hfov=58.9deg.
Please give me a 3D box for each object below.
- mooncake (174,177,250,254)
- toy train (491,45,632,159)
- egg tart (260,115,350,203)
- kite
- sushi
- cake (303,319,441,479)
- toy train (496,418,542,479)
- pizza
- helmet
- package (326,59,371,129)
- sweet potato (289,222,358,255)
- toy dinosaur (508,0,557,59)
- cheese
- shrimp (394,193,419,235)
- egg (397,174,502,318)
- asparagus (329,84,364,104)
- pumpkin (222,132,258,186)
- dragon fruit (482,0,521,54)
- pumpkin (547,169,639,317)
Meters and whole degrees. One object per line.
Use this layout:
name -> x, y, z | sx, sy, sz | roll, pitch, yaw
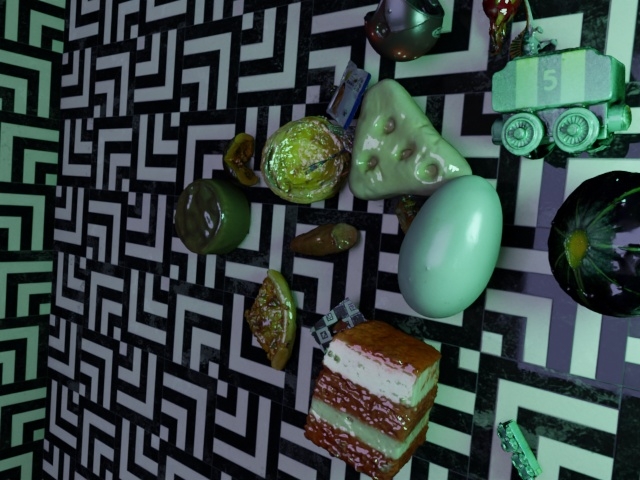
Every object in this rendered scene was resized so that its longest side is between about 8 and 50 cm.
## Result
mooncake -> -0.395, -0.086, 2.028 | 0.284, 0.155, 0.285 | -2, 87, 39
toy train -> 0.524, -0.300, 1.260 | 0.298, 0.166, 0.239 | 2, 96, 38
egg tart -> -0.040, -0.248, 1.748 | 0.290, 0.107, 0.291 | 0, 88, 8
kite -> 0.059, -0.258, 1.676 | 0.244, 0.006, 0.198 | -34, 85, 2
sushi -> 0.109, 0.324, 1.680 | 0.192, 0.043, 0.280 | -44, 76, 23
cake -> 0.153, 0.399, 1.487 | 0.269, 0.270, 0.320 | 21, 105, 26
toy train -> 0.476, 0.506, 1.368 | 0.038, 0.070, 0.148 | -39, 67, 35
pizza -> -0.176, 0.263, 1.894 | 0.226, 0.086, 0.336 | -4, 89, 38
helmet -> 0.220, -0.573, 1.498 | 0.215, 0.189, 0.193 | 12, 121, 33
package -> 0.081, -0.424, 1.646 | 0.171, 0.027, 0.173 | -63, 29, 20
sweet potato -> 0.000, 0.000, 1.743 | 0.251, 0.097, 0.097 | -8, 85, 37
toy dinosaur -> 0.499, -0.477, 1.370 | 0.106, 0.044, 0.187 | -39, 76, 51
cheese -> 0.236, -0.278, 1.525 | 0.350, 0.129, 0.329 | 0, 89, 39
shrimp -> 0.237, -0.063, 1.500 | 0.051, 0.217, 0.115 | -30, 75, -6
egg -> 0.320, 0.018, 1.391 | 0.230, 0.229, 0.371 | 32, 110, 35
asparagus -> 0.089, -0.436, 1.710 | 0.165, 0.030, 0.036 | 33, 86, 36
pumpkin -> -0.285, -0.269, 1.960 | 0.107, 0.119, 0.184 | -10, 78, 37
dragon fruit -> 0.436, -0.560, 1.394 | 0.094, 0.094, 0.191 | 31, 121, 35
pumpkin -> 0.629, 0.004, 1.161 | 0.295, 0.295, 0.296 | 0, 90, 39
